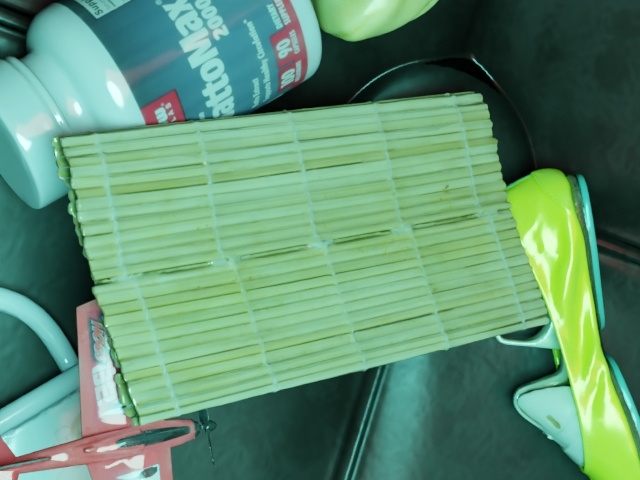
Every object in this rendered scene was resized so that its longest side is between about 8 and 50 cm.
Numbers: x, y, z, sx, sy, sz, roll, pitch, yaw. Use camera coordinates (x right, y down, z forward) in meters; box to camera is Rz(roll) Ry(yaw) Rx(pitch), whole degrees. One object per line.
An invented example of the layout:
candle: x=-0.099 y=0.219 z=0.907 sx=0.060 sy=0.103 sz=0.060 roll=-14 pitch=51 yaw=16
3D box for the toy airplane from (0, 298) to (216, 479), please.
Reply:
toy airplane: x=-0.121 y=0.108 z=0.912 sx=0.151 sy=0.028 sz=0.151 roll=5 pitch=79 yaw=-25

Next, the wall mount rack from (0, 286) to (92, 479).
wall mount rack: x=-0.158 y=0.210 z=0.974 sx=0.304 sy=0.130 sz=0.350 roll=-32 pitch=103 yaw=-20

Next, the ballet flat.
ballet flat: x=0.151 y=0.070 z=1.144 sx=0.077 sy=0.077 sz=0.231 roll=-15 pitch=95 yaw=-1

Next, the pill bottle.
pill bottle: x=-0.099 y=-0.095 z=1.001 sx=0.180 sy=0.108 sz=0.108 roll=-33 pitch=104 yaw=-19

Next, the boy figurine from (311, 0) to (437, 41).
boy figurine: x=0.082 y=-0.238 z=1.086 sx=0.177 sy=0.092 sz=0.285 roll=27 pitch=82 yaw=-23

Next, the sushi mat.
sushi mat: x=0.000 y=0.000 z=1.003 sx=0.316 sy=0.019 sz=0.151 roll=-10 pitch=84 yaw=-42
